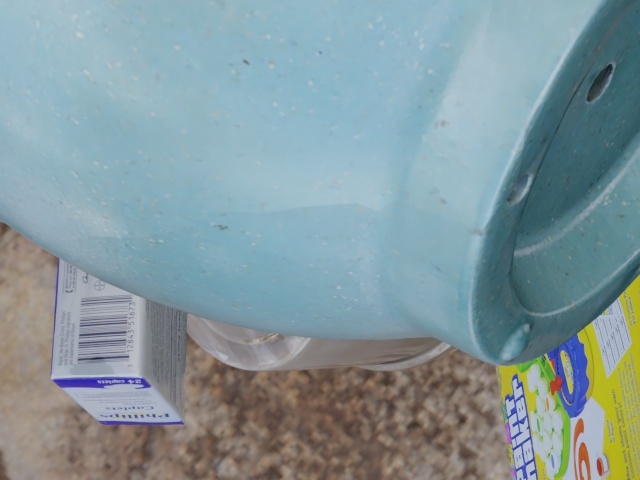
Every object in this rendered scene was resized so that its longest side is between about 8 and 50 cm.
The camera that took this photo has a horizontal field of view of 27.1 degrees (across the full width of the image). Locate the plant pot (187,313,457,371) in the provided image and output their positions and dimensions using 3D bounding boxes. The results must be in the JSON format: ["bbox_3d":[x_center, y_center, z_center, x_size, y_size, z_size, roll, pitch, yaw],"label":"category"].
[{"bbox_3d":[0.000,0.000,1.335,0.323,0.280,0.323,9,106,32],"label":"plant pot"}]

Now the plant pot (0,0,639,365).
[{"bbox_3d":[0.029,-0.084,0.413,0.196,0.293,0.293,36,139,26],"label":"plant pot"}]

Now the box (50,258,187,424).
[{"bbox_3d":[-0.152,0.067,1.027,0.072,0.126,0.137,-4,157,7],"label":"box"}]

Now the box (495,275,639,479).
[{"bbox_3d":[0.253,0.069,0.921,0.177,0.290,0.279,3,155,-17],"label":"box"}]
